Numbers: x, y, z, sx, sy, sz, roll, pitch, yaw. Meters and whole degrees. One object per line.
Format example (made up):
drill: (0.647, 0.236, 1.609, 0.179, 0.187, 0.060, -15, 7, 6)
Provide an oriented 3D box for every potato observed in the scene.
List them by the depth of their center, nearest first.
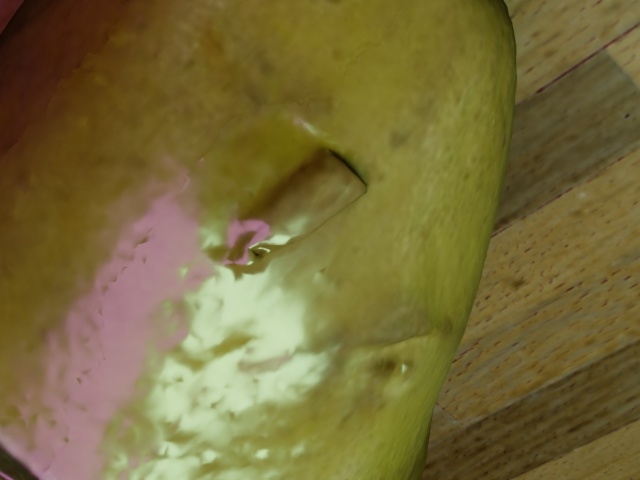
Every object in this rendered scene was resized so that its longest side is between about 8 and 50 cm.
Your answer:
potato: (0.000, 0.000, 0.592, 0.296, 0.290, 0.397, -47, 134, 7)
